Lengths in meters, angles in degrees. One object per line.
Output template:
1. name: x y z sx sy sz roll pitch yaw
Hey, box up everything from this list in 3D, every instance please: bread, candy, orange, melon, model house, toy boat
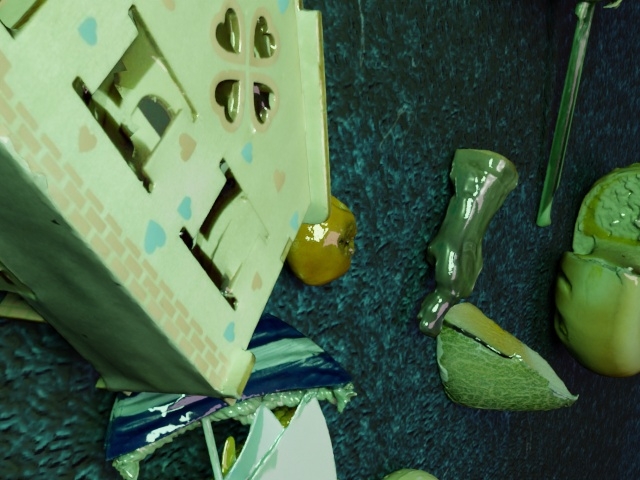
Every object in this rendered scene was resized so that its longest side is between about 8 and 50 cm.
1. bread: 0.468 0.048 1.255 0.333 0.160 0.333 -23 120 -46
2. candy: 0.335 -0.223 1.068 0.119 0.119 0.440 -22 126 -48
3. orange: 0.000 0.000 0.706 0.086 0.062 0.086 -18 114 -46
4. melon: 0.213 0.163 1.010 0.139 0.202 0.093 -58 178 35
5. model house: -0.116 -0.088 0.458 0.244 0.169 0.326 -63 144 -30
6. toy boat: -0.041 0.206 0.612 0.220 0.067 0.291 -12 83 -38

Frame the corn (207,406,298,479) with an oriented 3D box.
1. corn: -0.081 0.244 0.659 0.248 0.081 0.081 -47 134 -35

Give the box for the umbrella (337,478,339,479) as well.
1. umbrella: 0.008 0.276 0.840 0.083 0.020 0.031 -17 114 -44

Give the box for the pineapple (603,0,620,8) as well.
1. pineapple: 0.287 -0.413 0.721 0.300 0.352 0.352 12 91 -53

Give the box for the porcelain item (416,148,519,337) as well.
1. porcelain item: 0.157 0.008 0.908 0.081 0.069 0.216 37 70 -55

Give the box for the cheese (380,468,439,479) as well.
1. cheese: 0.066 0.339 0.899 0.227 0.064 0.137 -8 106 -50
